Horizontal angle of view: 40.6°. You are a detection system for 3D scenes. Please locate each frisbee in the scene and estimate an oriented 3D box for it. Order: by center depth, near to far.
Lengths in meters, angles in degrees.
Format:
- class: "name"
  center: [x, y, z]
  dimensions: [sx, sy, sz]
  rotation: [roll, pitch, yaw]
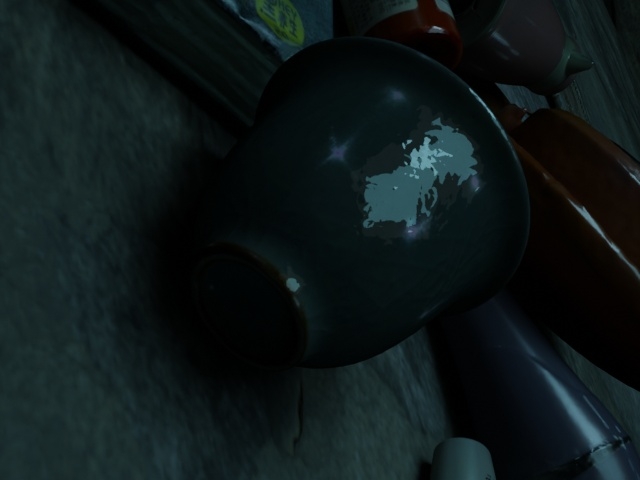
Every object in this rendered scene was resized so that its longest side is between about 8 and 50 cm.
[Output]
- class: "frisbee"
  center: [0.250, -0.124, 1.158]
  dimensions: [0.251, 0.021, 0.250]
  rotation: [41, 34, -37]

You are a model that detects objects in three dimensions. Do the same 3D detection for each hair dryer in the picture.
- class: "hair dryer"
  center: [0.225, 0.166, 0.821]
  dimensions: [0.361, 0.121, 0.301]
  rotation: [26, 36, -61]

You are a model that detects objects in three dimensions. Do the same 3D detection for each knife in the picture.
- class: "knife"
  center: [0.435, -0.197, 1.507]
  dimensions: [0.089, 0.043, 0.365]
  rotation: [-1, 65, -23]

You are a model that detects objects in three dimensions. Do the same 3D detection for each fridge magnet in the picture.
- class: "fridge magnet"
  center: [0.259, 0.009, 0.847]
  dimensions: [0.363, 0.155, 0.363]
  rotation: [49, 6, -7]

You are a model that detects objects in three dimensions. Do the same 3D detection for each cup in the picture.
- class: "cup"
  center: [0.000, 0.000, 0.503]
  dimensions: [0.150, 0.199, 0.199]
  rotation: [-42, 104, -42]

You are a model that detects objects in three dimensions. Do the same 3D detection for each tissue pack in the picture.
- class: "tissue pack"
  center: [-0.074, -0.218, 0.637]
  dimensions: [0.185, 0.081, 0.257]
  rotation: [38, 38, -37]

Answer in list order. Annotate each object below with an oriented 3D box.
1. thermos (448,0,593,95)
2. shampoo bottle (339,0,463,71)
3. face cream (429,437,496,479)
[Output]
- class: "thermos"
  center: [0.227, -0.267, 1.105]
  dimensions: [0.265, 0.176, 0.145]
  rotation: [15, 94, -50]
- class: "shampoo bottle"
  center: [0.061, -0.293, 0.896]
  dimensions: [0.104, 0.104, 0.278]
  rotation: [19, 51, -52]
- class: "face cream"
  center: [0.099, 0.221, 0.581]
  dimensions: [0.072, 0.051, 0.182]
  rotation: [45, 32, -31]
